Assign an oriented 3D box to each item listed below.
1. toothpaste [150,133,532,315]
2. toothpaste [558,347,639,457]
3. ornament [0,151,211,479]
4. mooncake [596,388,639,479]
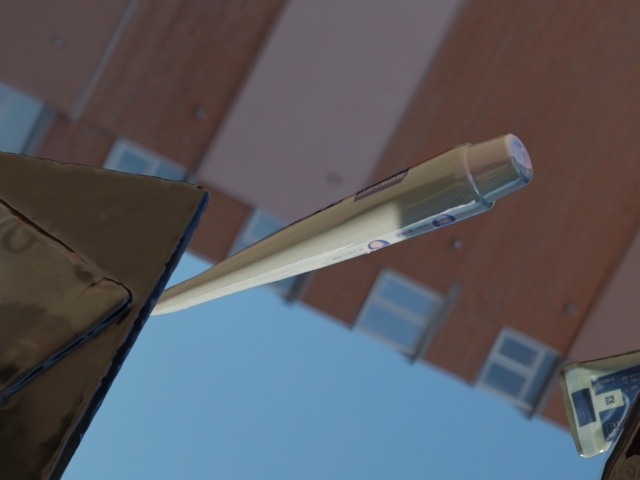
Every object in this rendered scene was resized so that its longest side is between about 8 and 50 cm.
[{"bbox_3d":[0.000,0.000,0.830,0.218,0.033,0.052,-22,178,27],"label":"toothpaste"},{"bbox_3d":[0.229,0.069,1.003,0.035,0.197,0.057,-160,-126,-71],"label":"toothpaste"},{"bbox_3d":[-0.145,-0.026,0.417,0.196,0.153,0.166,75,30,-47],"label":"ornament"},{"bbox_3d":[0.238,0.149,0.539,0.350,0.212,0.381,119,-18,-52],"label":"mooncake"}]
